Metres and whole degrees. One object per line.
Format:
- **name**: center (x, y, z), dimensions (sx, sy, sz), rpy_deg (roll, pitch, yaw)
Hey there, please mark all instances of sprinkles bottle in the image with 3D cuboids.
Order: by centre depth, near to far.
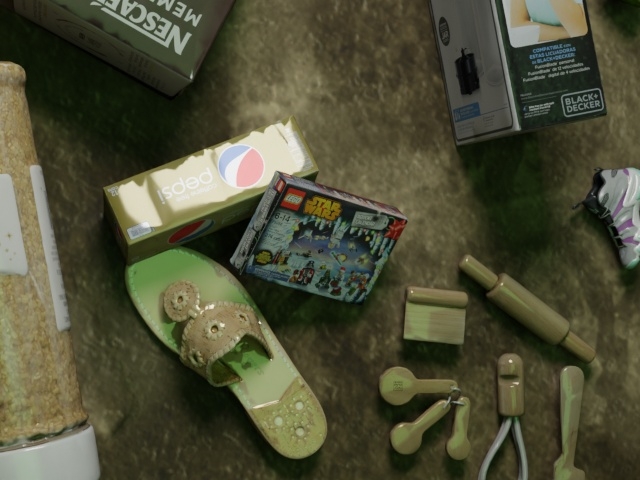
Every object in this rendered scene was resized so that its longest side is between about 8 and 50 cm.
- **sprinkles bottle**: center (-0.270, 0.038, 1.150), dimensions (0.121, 0.121, 0.356), rpy_deg (-11, 91, -15)

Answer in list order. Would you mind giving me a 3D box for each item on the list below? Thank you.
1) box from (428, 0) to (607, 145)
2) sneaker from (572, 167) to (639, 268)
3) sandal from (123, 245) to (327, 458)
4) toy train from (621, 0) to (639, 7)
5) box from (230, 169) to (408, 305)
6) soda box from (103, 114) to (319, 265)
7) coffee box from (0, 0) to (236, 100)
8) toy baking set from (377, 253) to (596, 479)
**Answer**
- **box**: center (0.158, -0.238, 1.252), dimensions (0.087, 0.169, 0.290), rpy_deg (-11, 93, -13)
- **sneaker**: center (0.274, -0.023, 1.346), dimensions (0.069, 0.038, 0.098), rpy_deg (5, 78, -14)
- **sandal**: center (-0.072, 0.095, 1.224), dimensions (0.088, 0.079, 0.240), rpy_deg (-42, 99, -12)
- **toy train**: center (0.320, -0.284, 1.335), dimensions (0.248, 0.105, 0.143), rpy_deg (25, 93, -14)
- **box**: center (0.000, 0.000, 1.232), dimensions (0.137, 0.027, 0.094), rpy_deg (15, 110, -34)
- **soda box**: center (-0.095, -0.044, 1.224), dimensions (0.181, 0.061, 0.058), rpy_deg (-22, 76, -15)
- **coffee box**: center (-0.206, -0.265, 1.175), dimensions (0.297, 0.119, 0.168), rpy_deg (30, 80, -13)
- **toy baking set**: center (0.166, 0.141, 1.317), dimensions (0.256, 0.030, 0.197), rpy_deg (32, 84, -12)
